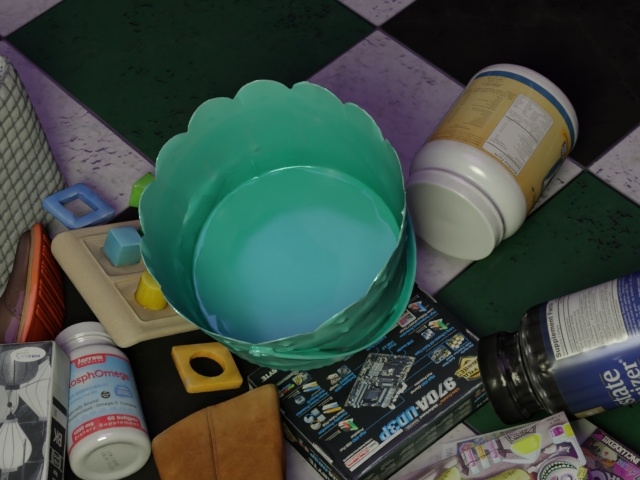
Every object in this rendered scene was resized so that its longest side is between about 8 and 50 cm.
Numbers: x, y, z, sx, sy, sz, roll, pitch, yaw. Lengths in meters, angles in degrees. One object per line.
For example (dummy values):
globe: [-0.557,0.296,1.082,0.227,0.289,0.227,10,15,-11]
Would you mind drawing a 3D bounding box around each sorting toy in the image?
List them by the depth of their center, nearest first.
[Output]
sorting toy: [-0.174,0.030,1.659,0.196,0.047,0.347,-14,49,-35]

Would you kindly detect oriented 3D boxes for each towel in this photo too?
towel: [-0.416,-0.042,1.658,0.121,0.235,0.283,15,54,20]

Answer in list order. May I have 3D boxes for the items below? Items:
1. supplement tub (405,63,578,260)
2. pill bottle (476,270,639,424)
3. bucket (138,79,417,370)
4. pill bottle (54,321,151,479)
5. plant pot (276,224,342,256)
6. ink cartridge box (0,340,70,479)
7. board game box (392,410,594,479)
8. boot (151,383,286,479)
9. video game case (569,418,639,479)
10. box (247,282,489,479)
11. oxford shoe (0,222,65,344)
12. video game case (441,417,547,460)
supplement tub: [0.191,-0.089,1.693,0.144,0.144,0.199,24,58,22]
pill bottle: [0.273,0.108,1.468,0.219,0.123,0.122,-20,49,20]
bucket: [-0.034,-0.003,1.517,0.281,0.183,0.281,-3,71,8]
pill bottle: [-0.235,0.167,1.568,0.087,0.087,0.160,-16,52,-7]
plant pot: [0.000,0.000,1.672,0.109,0.096,0.109,26,58,23]
ink cartridge box: [-0.341,0.266,1.464,0.165,0.065,0.332,-5,66,7]
board game box: [0.108,0.315,1.395,0.347,0.056,0.208,-23,55,4]
boot: [-0.024,0.257,1.427,0.264,0.096,0.280,-27,43,11]
video game case: [0.272,0.304,1.443,0.232,0.041,0.210,35,64,28]
box: [0.060,0.150,1.577,0.220,0.051,0.175,-35,57,-21]
oxford shoe: [-0.343,0.095,1.633,0.098,0.097,0.271,-6,51,9]
video game case: [0.179,0.223,1.494,0.122,0.011,0.087,-17,32,18]
